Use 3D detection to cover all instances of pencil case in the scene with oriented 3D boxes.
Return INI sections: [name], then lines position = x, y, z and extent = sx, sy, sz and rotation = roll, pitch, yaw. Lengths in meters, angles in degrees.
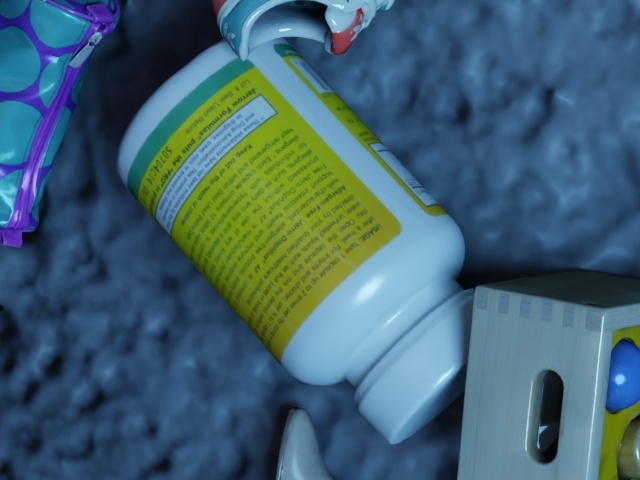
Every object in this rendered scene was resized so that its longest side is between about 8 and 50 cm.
[pencil case]
position = -0.170, -0.078, 1.016
extent = 0.070, 0.064, 0.151
rotation = 35, 110, 35

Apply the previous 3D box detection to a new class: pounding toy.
[pounding toy]
position = 0.144, 0.093, 0.863
extent = 0.100, 0.130, 0.141
rotation = 10, 99, 36

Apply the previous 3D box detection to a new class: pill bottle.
[pill bottle]
position = 0.000, 0.000, 0.916
extent = 0.208, 0.117, 0.117
rotation = 47, 112, 13

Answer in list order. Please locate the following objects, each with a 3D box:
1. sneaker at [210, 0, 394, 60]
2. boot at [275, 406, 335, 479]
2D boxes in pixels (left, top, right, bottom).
[sneaker]
position = 0.022, -0.128, 0.891
extent = 0.161, 0.057, 0.075
rotation = -11, 60, -4
[boot]
position = 0.018, 0.155, 0.970
extent = 0.087, 0.042, 0.118
rotation = 7, 99, 18
